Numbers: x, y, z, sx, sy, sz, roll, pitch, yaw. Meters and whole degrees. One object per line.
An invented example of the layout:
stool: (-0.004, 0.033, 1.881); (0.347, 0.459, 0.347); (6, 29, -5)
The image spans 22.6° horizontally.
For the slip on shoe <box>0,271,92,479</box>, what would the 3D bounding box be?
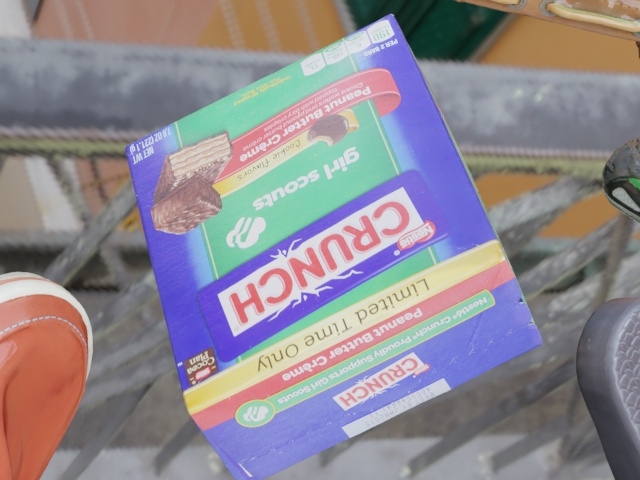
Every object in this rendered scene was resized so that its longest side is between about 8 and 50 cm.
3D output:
slip on shoe: (-0.165, 0.155, 0.604); (0.101, 0.123, 0.331); (11, 53, 24)

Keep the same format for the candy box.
candy box: (0.000, 0.000, 1.303); (0.268, 0.122, 0.317); (-26, 46, 7)

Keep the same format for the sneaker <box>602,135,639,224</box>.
sneaker: (0.353, 0.044, 1.267); (0.343, 0.146, 0.134); (36, 32, -12)

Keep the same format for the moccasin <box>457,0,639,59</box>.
moccasin: (0.218, -0.139, 0.934); (0.380, 0.147, 0.139); (13, 37, -19)

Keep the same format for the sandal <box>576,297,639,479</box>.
sandal: (0.195, 0.148, 0.894); (0.097, 0.054, 0.254); (-29, 107, -41)
